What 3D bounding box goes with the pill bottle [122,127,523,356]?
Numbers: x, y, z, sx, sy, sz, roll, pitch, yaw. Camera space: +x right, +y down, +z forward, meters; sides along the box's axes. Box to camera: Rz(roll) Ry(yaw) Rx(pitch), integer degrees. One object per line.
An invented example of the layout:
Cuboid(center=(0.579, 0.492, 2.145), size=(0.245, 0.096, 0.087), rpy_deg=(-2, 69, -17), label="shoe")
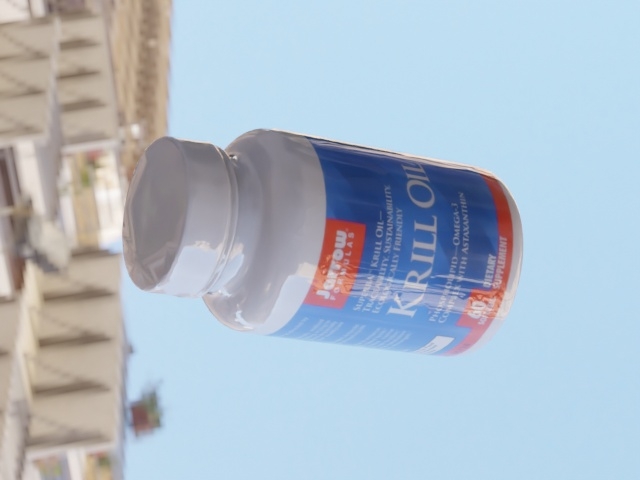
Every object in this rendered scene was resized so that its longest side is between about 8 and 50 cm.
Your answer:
Cuboid(center=(0.000, 0.000, 1.068), size=(0.221, 0.124, 0.124), rpy_deg=(7, -149, -29), label="pill bottle")
